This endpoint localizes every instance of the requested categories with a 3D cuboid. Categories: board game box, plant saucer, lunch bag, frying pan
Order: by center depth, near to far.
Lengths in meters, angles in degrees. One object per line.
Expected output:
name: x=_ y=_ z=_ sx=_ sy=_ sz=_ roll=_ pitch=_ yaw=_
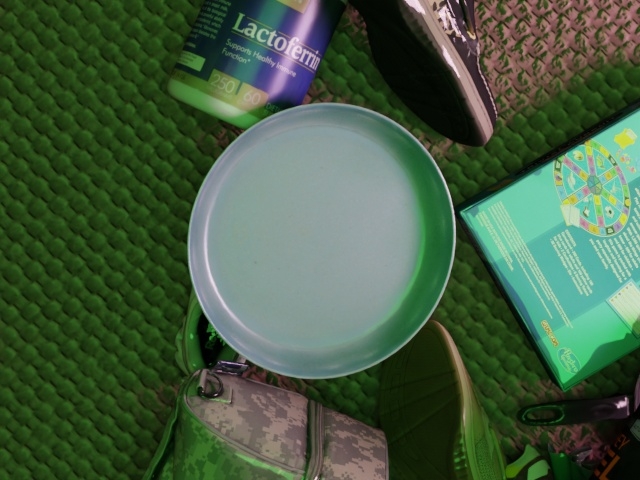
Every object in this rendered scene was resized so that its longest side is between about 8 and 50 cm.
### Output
plant saucer: x=0.000 y=0.000 z=1.604 sx=0.318 sy=0.044 sz=0.317 roll=-3 pitch=99 yaw=-16
lunch bag: x=-0.088 y=0.314 z=1.609 sx=0.256 sy=0.212 sz=0.305 roll=22 pitch=112 yaw=-9
board game box: x=0.369 y=-0.013 z=1.696 sx=0.336 sy=0.079 sz=0.253 roll=-30 pitch=96 yaw=0
frying pan: x=0.423 y=0.224 z=1.730 sx=0.326 sy=0.053 sz=0.197 roll=-26 pitch=96 yaw=0

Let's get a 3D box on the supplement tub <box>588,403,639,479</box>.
supplement tub: x=0.402 y=0.292 z=1.541 sx=0.207 sy=0.207 sz=0.338 roll=34 pitch=93 yaw=-5

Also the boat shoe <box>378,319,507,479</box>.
boat shoe: x=0.159 y=0.263 z=1.671 sx=0.122 sy=0.110 sz=0.341 roll=-23 pitch=65 yaw=32

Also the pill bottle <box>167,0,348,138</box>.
pill bottle: x=-0.059 y=-0.259 z=1.622 sx=0.153 sy=0.153 sz=0.264 roll=24 pitch=93 yaw=-4

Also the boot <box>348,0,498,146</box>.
boot: x=0.167 y=-0.321 z=1.617 sx=0.284 sy=0.138 sz=0.377 roll=-49 pitch=126 yaw=-20

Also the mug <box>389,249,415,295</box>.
mug: x=0.075 y=0.039 z=1.695 sx=0.062 sy=0.064 sz=0.078 roll=39 pitch=92 yaw=-5

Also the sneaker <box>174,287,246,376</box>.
sneaker: x=-0.104 y=0.035 z=1.662 sx=0.110 sy=0.118 sz=0.292 roll=11 pitch=93 yaw=-1

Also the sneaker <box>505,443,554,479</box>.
sneaker: x=0.204 y=0.324 z=1.729 sx=0.185 sy=0.069 sz=0.084 roll=-31 pitch=62 yaw=12

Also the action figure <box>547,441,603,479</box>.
action figure: x=0.331 y=0.373 z=1.718 sx=0.063 sy=0.137 sz=0.232 roll=-8 pitch=104 yaw=-14
